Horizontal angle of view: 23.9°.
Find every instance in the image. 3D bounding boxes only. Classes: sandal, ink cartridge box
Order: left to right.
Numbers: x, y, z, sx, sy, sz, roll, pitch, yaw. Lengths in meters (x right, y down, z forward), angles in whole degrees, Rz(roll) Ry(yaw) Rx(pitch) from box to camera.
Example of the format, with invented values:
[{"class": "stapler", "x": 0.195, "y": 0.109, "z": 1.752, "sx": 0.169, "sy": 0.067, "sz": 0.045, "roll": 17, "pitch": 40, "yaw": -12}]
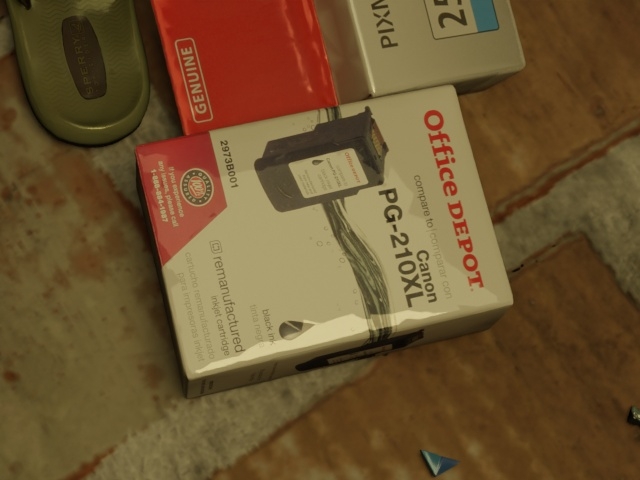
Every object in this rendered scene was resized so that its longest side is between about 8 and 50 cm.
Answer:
[{"class": "sandal", "x": -0.198, "y": -0.219, "z": 1.129, "sx": 0.120, "sy": 0.086, "sz": 0.303, "roll": -20, "pitch": 78, "yaw": -11}, {"class": "ink cartridge box", "x": -0.005, "y": -0.240, "z": 1.115, "sx": 0.261, "sy": 0.066, "sz": 0.296, "roll": -13, "pitch": 86, "yaw": -25}, {"class": "ink cartridge box", "x": 0.000, "y": 0.000, "z": 1.086, "sx": 0.237, "sy": 0.100, "sz": 0.172, "roll": -12, "pitch": 78, "yaw": -9}]

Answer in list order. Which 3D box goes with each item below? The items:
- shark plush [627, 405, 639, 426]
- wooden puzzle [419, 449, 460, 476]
[{"class": "shark plush", "x": 0.309, "y": 0.154, "z": 1.121, "sx": 0.161, "sy": 0.073, "sz": 0.067, "roll": 6, "pitch": 53, "yaw": 16}, {"class": "wooden puzzle", "x": 0.095, "y": 0.213, "z": 1.086, "sx": 0.078, "sy": 0.014, "sz": 0.116, "roll": 10, "pitch": 75, "yaw": -8}]
